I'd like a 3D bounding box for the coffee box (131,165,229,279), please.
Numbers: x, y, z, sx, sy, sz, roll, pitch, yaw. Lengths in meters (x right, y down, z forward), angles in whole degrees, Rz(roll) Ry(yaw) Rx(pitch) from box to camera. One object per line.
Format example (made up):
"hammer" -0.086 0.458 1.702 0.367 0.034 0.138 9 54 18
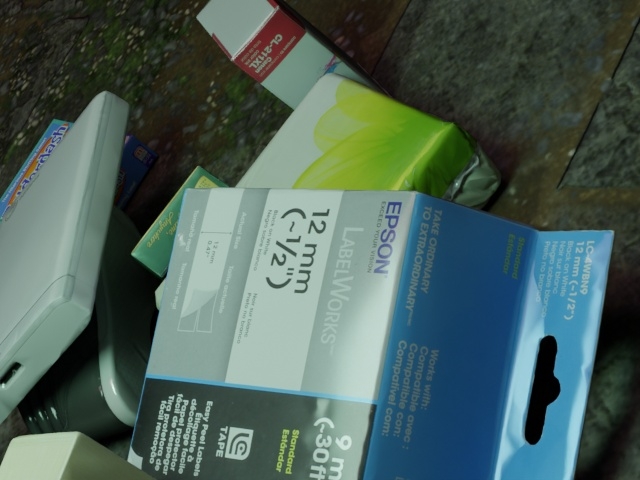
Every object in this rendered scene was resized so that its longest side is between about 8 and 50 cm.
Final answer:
"coffee box" -0.137 -0.012 1.572 0.113 0.040 0.184 -53 -1 -4

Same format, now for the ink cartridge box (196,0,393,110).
"ink cartridge box" -0.024 -0.180 1.568 0.072 0.175 0.127 -48 34 8

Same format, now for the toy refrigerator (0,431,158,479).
"toy refrigerator" -0.133 0.253 1.196 0.094 0.269 0.102 -11 51 44

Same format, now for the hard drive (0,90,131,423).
"hard drive" -0.291 0.023 1.631 0.233 0.047 0.353 -46 24 30

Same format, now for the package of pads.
"package of pads" 0.000 0.000 1.436 0.296 0.101 0.229 -52 35 -3

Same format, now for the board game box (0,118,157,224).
"board game box" -0.304 -0.062 1.887 0.210 0.047 0.160 14 69 54

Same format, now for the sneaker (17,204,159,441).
"sneaker" -0.251 0.092 1.627 0.147 0.104 0.295 -28 44 21

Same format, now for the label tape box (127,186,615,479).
"label tape box" 0.029 0.091 1.187 0.348 0.115 0.249 1 74 40
